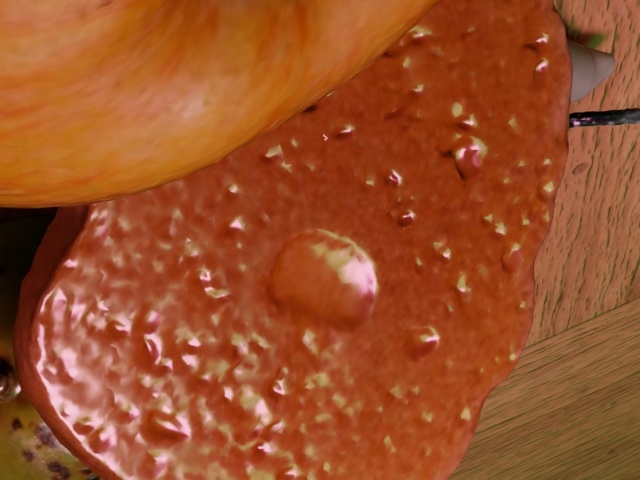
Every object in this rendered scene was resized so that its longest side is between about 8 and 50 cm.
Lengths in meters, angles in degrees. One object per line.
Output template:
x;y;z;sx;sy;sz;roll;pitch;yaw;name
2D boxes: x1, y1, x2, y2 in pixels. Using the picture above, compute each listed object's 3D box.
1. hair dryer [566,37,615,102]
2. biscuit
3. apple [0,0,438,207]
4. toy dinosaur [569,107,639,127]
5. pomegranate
0.090;-0.095;1.053;0.237;0.075;0.206;-33;158;26;hair dryer
0.000;0.000;0.865;0.350;0.078;0.455;20;95;-28;biscuit
-0.090;-0.190;0.439;0.400;0.333;0.400;-20;151;-11;apple
0.105;-0.044;1.080;0.383;0.076;0.129;-32;179;30;toy dinosaur
-0.180;0.084;0.970;0.211;0.211;0.263;-32;180;8;pomegranate
